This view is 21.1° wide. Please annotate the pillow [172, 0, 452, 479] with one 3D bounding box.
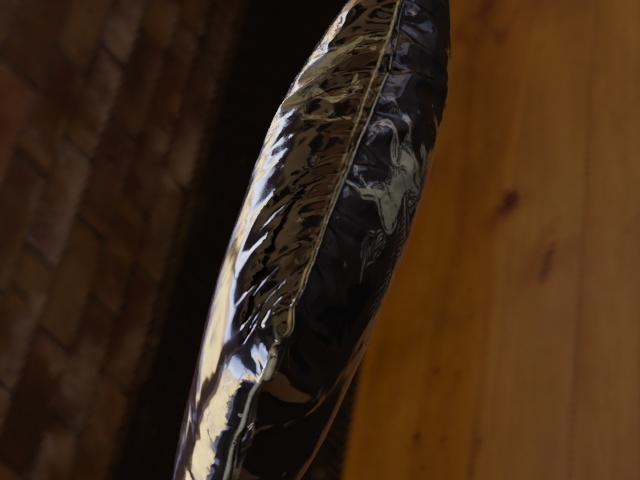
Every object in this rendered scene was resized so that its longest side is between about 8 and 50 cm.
[{"bbox_3d":[0.000,0.000,0.569,0.141,0.055,0.208,109,-178,-48],"label":"pillow"}]
